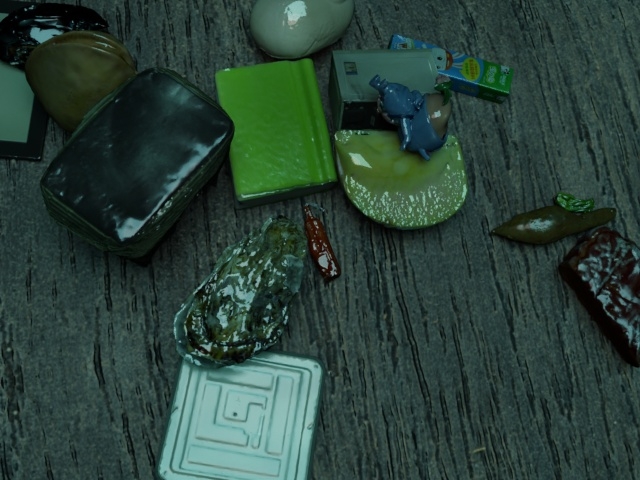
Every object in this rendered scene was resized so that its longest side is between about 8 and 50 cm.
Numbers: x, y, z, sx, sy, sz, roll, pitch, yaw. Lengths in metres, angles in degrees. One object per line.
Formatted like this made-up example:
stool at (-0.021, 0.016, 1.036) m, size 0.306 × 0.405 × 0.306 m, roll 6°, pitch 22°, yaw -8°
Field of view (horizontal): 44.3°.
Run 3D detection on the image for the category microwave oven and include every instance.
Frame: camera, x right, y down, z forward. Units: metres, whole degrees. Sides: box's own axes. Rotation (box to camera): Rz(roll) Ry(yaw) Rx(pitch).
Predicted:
microwave oven at (0.125, -0.285, 1.557) m, size 0.204 × 0.129 × 0.163 m, roll -3°, pitch 56°, yaw -7°

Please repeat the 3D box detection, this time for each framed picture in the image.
framed picture at (-0.659, -0.326, 1.551) m, size 0.264 × 0.016 × 0.347 m, roll 3°, pitch 73°, yaw -6°

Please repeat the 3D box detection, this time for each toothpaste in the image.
toothpaste at (0.266, -0.359, 1.645) m, size 0.266 × 0.050 × 0.065 m, roll 16°, pitch 70°, yaw -2°

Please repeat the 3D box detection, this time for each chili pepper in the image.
chili pepper at (0.518, -0.076, 1.602) m, size 0.091 × 0.030 × 0.034 m, roll 11°, pitch 48°, yaw -5°

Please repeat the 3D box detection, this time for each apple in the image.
apple at (0.148, -0.110, 1.522) m, size 0.264 × 0.120 × 0.193 m, roll 0°, pitch 79°, yaw -15°

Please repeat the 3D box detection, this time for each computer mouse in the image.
computer mouse at (-0.536, -0.406, 1.541) m, size 0.241 × 0.077 × 0.147 m, roll -8°, pitch 76°, yaw -9°

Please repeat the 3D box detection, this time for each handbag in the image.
handbag at (-0.317, -0.119, 1.413) m, size 0.247 × 0.240 × 0.341 m, roll 35°, pitch 73°, yaw 7°

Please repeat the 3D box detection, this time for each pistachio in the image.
pistachio at (-0.436, -0.299, 1.445) m, size 0.212 × 0.260 × 0.163 m, roll 7°, pitch 63°, yaw -13°

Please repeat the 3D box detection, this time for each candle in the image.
candle at (0.000, 0.000, 1.512) m, size 0.053 × 0.048 × 0.162 m, roll -8°, pitch 71°, yaw -39°

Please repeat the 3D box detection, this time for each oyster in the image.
oyster at (-0.120, 0.082, 1.420) m, size 0.162 × 0.158 × 0.351 m, roll 55°, pitch 54°, yaw -30°

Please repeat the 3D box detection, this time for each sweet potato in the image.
sweet potato at (0.473, -0.034, 1.560) m, size 0.269 × 0.075 × 0.075 m, roll -9°, pitch 75°, yaw -8°

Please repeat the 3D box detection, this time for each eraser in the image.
eraser at (-0.088, -0.210, 1.543) m, size 0.209 × 0.092 × 0.274 m, roll -11°, pitch 74°, yaw -10°

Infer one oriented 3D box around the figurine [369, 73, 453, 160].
figurine at (0.177, -0.242, 1.422) m, size 0.178 × 0.114 × 0.144 m, roll 38°, pitch 114°, yaw -23°

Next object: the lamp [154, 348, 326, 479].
lamp at (-0.139, 0.320, 1.403) m, size 0.268 × 0.047 × 0.267 m, roll 10°, pitch 69°, yaw -3°

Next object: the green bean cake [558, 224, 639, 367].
green bean cake at (0.573, 0.099, 1.521) m, size 0.232 × 0.097 × 0.198 m, roll 42°, pitch 74°, yaw 6°

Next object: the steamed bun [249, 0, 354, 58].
steamed bun at (-0.036, -0.467, 1.579) m, size 0.228 × 0.131 × 0.177 m, roll -31°, pitch 53°, yaw -22°
